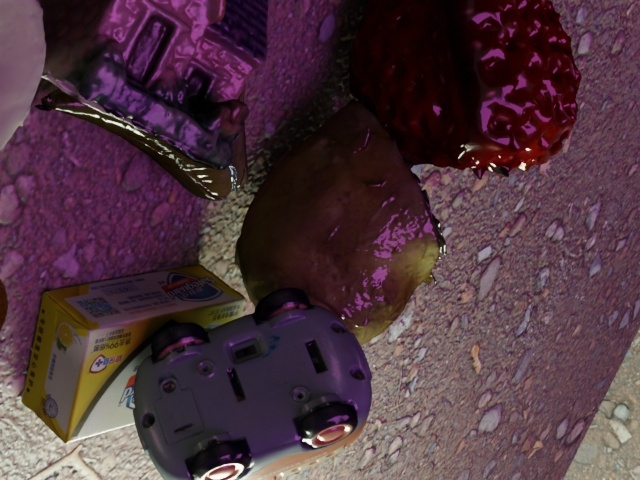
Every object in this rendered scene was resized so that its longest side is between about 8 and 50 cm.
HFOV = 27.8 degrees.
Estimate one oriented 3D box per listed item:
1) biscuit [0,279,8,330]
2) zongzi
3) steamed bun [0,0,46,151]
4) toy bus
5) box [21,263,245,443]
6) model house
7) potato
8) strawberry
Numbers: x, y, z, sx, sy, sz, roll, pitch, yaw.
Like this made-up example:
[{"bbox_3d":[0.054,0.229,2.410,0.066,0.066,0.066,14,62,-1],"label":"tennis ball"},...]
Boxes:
[{"bbox_3d":[-0.441,0.092,1.396,0.236,0.039,0.179,-8,119,-49],"label":"biscuit"},{"bbox_3d":[-0.195,-0.116,1.488,0.256,0.115,0.228,-27,138,-28],"label":"zongzi"},{"bbox_3d":[-0.399,-0.180,1.089,0.324,0.206,0.324,-33,146,-26],"label":"steamed bun"},{"bbox_3d":[-0.077,0.205,1.594,0.288,0.194,0.232,-21,153,-5],"label":"toy bus"},{"bbox_3d":[-0.232,0.137,1.637,0.265,0.097,0.168,-7,121,-48],"label":"box"},{"bbox_3d":[-0.148,-0.222,1.275,0.237,0.202,0.237,27,89,-39],"label":"model house"},{"bbox_3d":[0.000,0.000,1.715,0.237,0.288,0.301,-25,162,-14],"label":"potato"},{"bbox_3d":[0.184,-0.271,1.701,0.295,0.317,0.345,-12,113,-9],"label":"strawberry"}]
